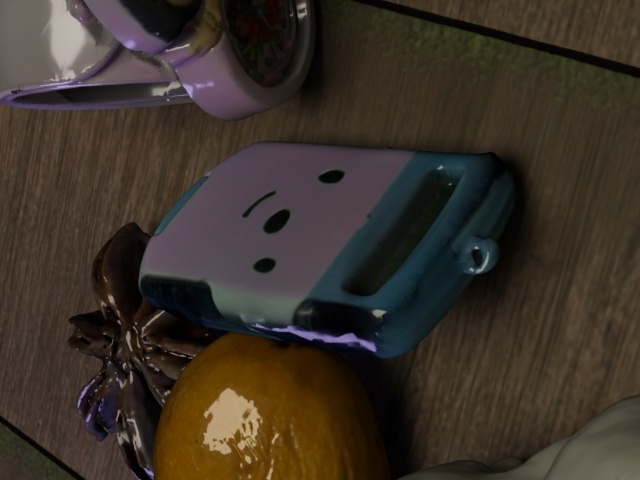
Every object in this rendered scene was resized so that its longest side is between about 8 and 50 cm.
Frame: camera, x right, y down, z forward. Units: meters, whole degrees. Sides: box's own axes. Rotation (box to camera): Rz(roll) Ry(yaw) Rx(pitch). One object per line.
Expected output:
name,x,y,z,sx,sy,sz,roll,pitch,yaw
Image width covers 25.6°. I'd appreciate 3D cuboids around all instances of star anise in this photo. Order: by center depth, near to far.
star anise,-0.123,0.096,1.116,0.236,0.093,0.229,-3,84,39

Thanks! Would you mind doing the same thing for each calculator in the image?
calculator,0.000,0.000,0.954,0.293,0.173,0.051,7,137,43

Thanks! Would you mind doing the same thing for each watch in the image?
watch,-0.148,-0.180,1.020,0.231,0.244,0.196,-2,90,36

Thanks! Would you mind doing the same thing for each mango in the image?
mango,-0.033,0.201,0.999,0.177,0.120,0.295,5,107,20

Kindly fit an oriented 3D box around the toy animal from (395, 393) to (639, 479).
toy animal,0.154,0.186,0.748,0.367,0.241,0.196,-26,76,41
